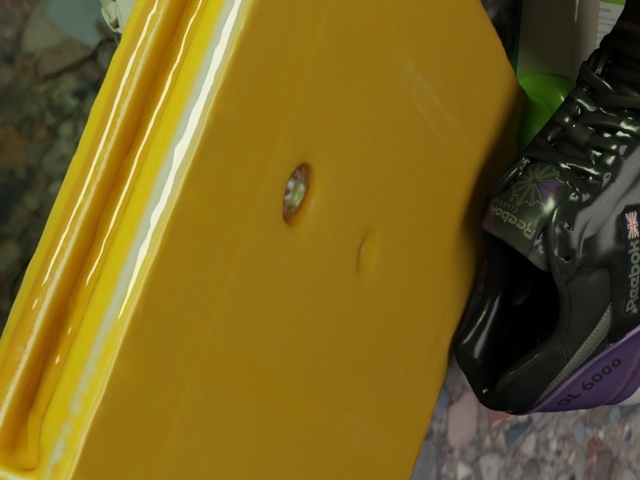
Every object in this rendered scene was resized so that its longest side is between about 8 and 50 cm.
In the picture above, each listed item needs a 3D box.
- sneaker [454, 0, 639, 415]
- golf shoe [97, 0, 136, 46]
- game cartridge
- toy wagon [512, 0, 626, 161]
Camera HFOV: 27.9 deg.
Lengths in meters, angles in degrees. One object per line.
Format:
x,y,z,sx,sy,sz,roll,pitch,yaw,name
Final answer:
0.151,-0.031,0.654,0.124,0.107,0.283,-4,116,-37,sneaker
-0.069,-0.087,0.552,0.086,0.069,0.176,18,83,-21,golf shoe
0.000,0.000,0.571,0.285,0.052,0.323,-70,155,-11,game cartridge
0.212,-0.169,0.807,0.267,0.068,0.345,-2,98,-46,toy wagon
